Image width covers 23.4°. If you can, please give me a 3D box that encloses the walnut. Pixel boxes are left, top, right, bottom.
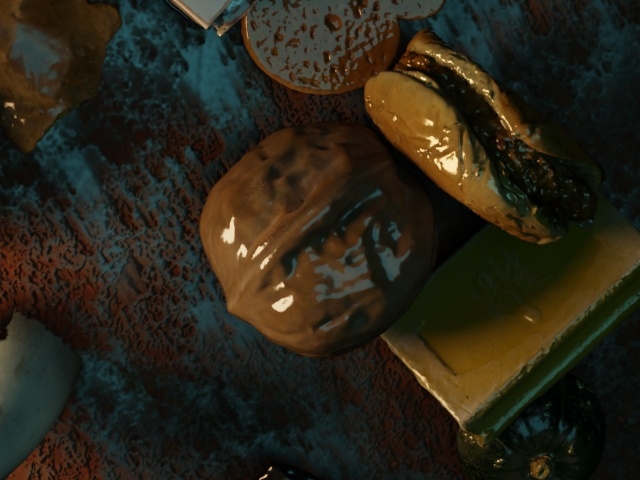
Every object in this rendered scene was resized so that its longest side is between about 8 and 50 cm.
[{"bbox_3d":[-0.002,-0.002,1.765,0.273,0.227,0.273,-2,98,-13],"label":"walnut"}]

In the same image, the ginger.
[{"bbox_3d":[-0.354,-0.242,1.696,0.270,0.123,0.219,43,93,-16],"label":"ginger"}]

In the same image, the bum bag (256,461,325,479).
[{"bbox_3d":[0.051,0.381,1.927,0.341,0.095,0.144,19,90,-21],"label":"bum bag"}]

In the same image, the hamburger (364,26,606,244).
[{"bbox_3d":[0.184,-0.108,1.747,0.144,0.283,0.259,-54,137,1],"label":"hamburger"}]

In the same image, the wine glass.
[{"bbox_3d":[-0.412,0.222,1.702,0.190,0.190,0.357,34,71,-16],"label":"wine glass"}]

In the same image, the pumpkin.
[{"bbox_3d":[0.261,0.244,1.912,0.190,0.146,0.190,-1,98,-11],"label":"pumpkin"}]

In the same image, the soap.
[{"bbox_3d":[0.239,0.071,1.845,0.315,0.199,0.091,-42,149,1],"label":"soap"}]

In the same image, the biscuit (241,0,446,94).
[{"bbox_3d":[0.038,-0.297,1.808,0.289,0.044,0.202,-45,107,-1],"label":"biscuit"}]

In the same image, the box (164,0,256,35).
[{"bbox_3d":[-0.200,-0.380,1.673,0.333,0.173,0.145,40,92,-16],"label":"box"}]
